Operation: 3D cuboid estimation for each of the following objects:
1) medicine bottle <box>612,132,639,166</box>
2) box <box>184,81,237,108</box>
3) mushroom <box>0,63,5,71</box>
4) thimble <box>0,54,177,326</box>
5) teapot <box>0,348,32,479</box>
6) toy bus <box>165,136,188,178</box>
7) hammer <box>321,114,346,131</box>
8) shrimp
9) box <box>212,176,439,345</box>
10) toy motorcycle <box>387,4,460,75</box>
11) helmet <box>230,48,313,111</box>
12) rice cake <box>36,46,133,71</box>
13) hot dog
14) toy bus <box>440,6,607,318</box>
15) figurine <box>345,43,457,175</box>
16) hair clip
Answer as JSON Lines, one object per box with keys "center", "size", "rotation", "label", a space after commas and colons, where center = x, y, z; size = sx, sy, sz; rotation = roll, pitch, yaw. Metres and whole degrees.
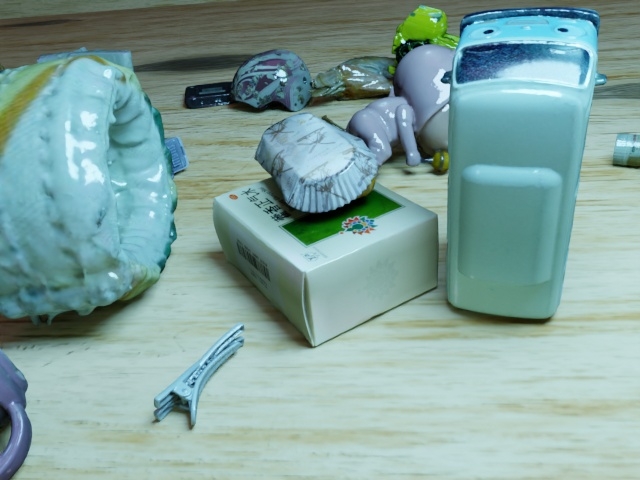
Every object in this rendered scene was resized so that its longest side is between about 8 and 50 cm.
{"center": [0.464, -0.127, 0.830], "size": [0.083, 0.047, 0.047], "rotation": [11, 34, 27], "label": "medicine bottle"}
{"center": [-0.243, -0.334, 1.319], "size": [0.126, 0.027, 0.125], "rotation": [-10, 30, -8], "label": "box"}
{"center": [-0.518, -0.119, 0.713], "size": [0.239, 0.345, 0.345], "rotation": [-2, 31, 4], "label": "mushroom"}
{"center": [-0.269, -0.055, 0.639], "size": [0.167, 0.254, 0.288], "rotation": [-7, 57, 3], "label": "thimble"}
{"center": [-0.316, 0.147, 0.470], "size": [0.146, 0.148, 0.116], "rotation": [-43, 10, -31], "label": "teapot"}
{"center": [-0.300, -0.105, 0.914], "size": [0.075, 0.064, 0.190], "rotation": [4, 30, 40], "label": "toy bus"}
{"center": [0.028, -0.216, 1.091], "size": [0.029, 0.014, 0.123], "rotation": [-8, 27, -21], "label": "hammer"}
{"center": [0.105, -0.338, 1.224], "size": [0.317, 0.077, 0.168], "rotation": [-28, 39, -37], "label": "shrimp"}
{"center": [0.000, 0.000, 0.652], "size": [0.168, 0.095, 0.212], "rotation": [-24, 35, -24], "label": "box"}
{"center": [0.312, -0.367, 1.151], "size": [0.342, 0.142, 0.206], "rotation": [11, 37, 2], "label": "toy motorcycle"}
{"center": [-0.101, -0.345, 1.221], "size": [0.177, 0.107, 0.153], "rotation": [5, 34, 0], "label": "helmet"}
{"center": [-0.536, -0.378, 1.347], "size": [0.237, 0.127, 0.043], "rotation": [2, 29, 11], "label": "rice cake"}
{"center": [-0.008, -0.090, 0.653], "size": [0.108, 0.059, 0.191], "rotation": [-28, 38, -8], "label": "hot dog"}
{"center": [0.184, -0.064, 0.557], "size": [0.133, 0.271, 0.165], "rotation": [6, 36, 19], "label": "toy bus"}
{"center": [0.138, -0.179, 0.910], "size": [0.287, 0.186, 0.176], "rotation": [-33, -4, -7], "label": "figurine"}
{"center": [-0.099, 0.121, 0.529], "size": [0.039, 0.030, 0.115], "rotation": [27, 42, 14], "label": "hair clip"}
